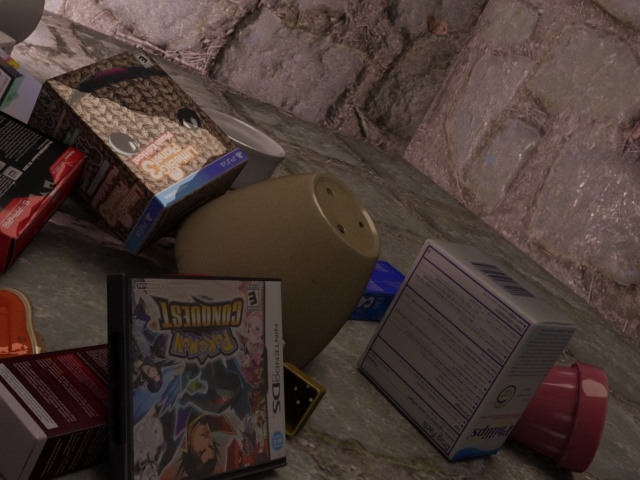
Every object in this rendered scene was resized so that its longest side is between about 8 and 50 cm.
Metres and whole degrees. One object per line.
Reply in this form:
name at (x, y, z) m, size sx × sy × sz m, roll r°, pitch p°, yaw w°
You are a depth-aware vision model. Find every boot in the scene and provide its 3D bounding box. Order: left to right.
boot at (-0.403, 0.108, 1.011) m, size 0.085 × 0.059 × 0.158 m, roll 9°, pitch 26°, yaw -39°

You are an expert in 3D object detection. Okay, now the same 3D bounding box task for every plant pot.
plant pot at (-0.039, 0.232, 1.203) m, size 0.081 × 0.081 × 0.083 m, roll 34°, pitch 5°, yaw 19°
plant pot at (0.426, 0.319, 1.538) m, size 0.180 × 0.201 × 0.201 m, roll 13°, pitch 14°, yaw 8°

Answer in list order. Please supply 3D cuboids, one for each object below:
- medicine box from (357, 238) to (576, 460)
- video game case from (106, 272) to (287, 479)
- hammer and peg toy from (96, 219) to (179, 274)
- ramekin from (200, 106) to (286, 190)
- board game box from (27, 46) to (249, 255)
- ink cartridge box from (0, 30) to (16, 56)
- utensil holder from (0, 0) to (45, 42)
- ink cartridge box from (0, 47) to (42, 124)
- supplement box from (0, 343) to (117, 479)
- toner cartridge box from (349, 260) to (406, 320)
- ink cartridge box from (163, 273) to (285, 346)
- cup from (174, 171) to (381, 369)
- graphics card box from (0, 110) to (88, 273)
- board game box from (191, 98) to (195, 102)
medicine box at (0.248, 0.188, 1.427) m, size 0.149 × 0.289 × 0.263 m, roll 9°, pitch 25°, yaw -45°
video game case at (-0.138, 0.167, 0.975) m, size 0.035 × 0.248 × 0.275 m, roll -6°, pitch -7°, yaw 35°
hammer and peg toy at (-0.257, -0.042, 1.575) m, size 0.266 × 0.127 × 0.361 m, roll 30°, pitch 15°, yaw -6°
ramekin at (-0.247, -0.244, 2.234) m, size 0.277 × 0.135 × 0.277 m, roll 27°, pitch 16°, yaw -8°
board game box at (-0.317, -0.161, 1.407) m, size 0.291 × 0.141 × 0.232 m, roll 45°, pitch 42°, yaw 4°
ink cartridge box at (-0.758, -0.374, 1.730) m, size 0.092 × 0.158 × 0.218 m, roll 28°, pitch 16°, yaw -4°
utensil holder at (-0.893, -0.624, 1.991) m, size 0.328 × 0.327 × 0.385 m, roll 28°, pitch 15°, yaw -3°
ink cartridge box at (-0.625, -0.275, 1.407) m, size 0.201 × 0.117 × 0.278 m, roll 1°, pitch -33°, yaw 41°
supplement box at (-0.276, 0.190, 0.933) m, size 0.130 × 0.073 × 0.239 m, roll 37°, pitch 19°, yaw 27°
toner cartridge box at (0.084, 0.104, 1.812) m, size 0.348 × 0.075 × 0.165 m, roll 10°, pitch 25°, yaw -48°
ink cartridge box at (-0.168, 0.148, 1.147) m, size 0.176 × 0.128 × 0.127 m, roll 37°, pitch 18°, yaw 30°
cup at (-0.041, 0.020, 1.354) m, size 0.331 × 0.237 × 0.331 m, roll 39°, pitch 29°, yaw -26°
graphics card box at (-0.579, -0.126, 1.231) m, size 0.371 × 0.094 × 0.233 m, roll 27°, pitch 42°, yaw -6°
board game box at (-0.429, -0.310, 2.117) m, size 0.142 × 0.144 × 0.275 m, roll 25°, pitch 16°, yaw -11°
